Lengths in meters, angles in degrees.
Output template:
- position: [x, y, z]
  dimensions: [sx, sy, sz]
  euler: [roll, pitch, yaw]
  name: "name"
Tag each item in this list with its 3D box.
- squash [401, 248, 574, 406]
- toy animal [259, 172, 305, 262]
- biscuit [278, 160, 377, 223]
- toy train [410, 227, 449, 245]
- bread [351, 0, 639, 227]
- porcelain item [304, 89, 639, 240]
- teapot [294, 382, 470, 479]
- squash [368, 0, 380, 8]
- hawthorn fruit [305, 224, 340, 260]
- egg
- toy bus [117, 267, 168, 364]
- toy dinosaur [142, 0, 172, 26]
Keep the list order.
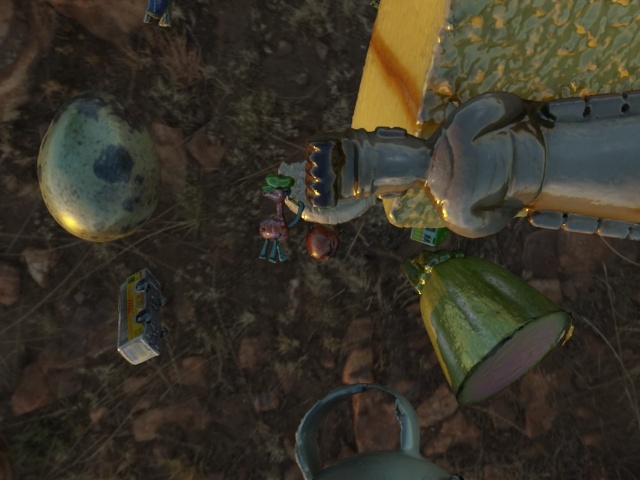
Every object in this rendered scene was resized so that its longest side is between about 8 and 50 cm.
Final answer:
- position: [0.110, 0.043, 0.538]
  dimensions: [0.105, 0.105, 0.132]
  euler: [-46, 55, 16]
  name: "squash"
- position: [-0.091, -0.051, 1.644]
  dimensions: [0.103, 0.100, 0.208]
  euler: [7, 98, 0]
  name: "toy animal"
- position: [0.011, -0.122, 1.872]
  dimensions: [0.281, 0.179, 0.084]
  euler: [8, 146, 13]
  name: "biscuit"
- position: [0.152, -0.096, 0.842]
  dimensions: [0.042, 0.044, 0.209]
  euler: [21, 119, 25]
  name: "toy train"
- position: [0.167, -0.159, 0.638]
  dimensions: [0.236, 0.198, 0.263]
  euler: [-2, 134, -14]
  name: "bread"
- position: [0.098, -0.038, 0.361]
  dimensions: [0.213, 0.054, 0.084]
  euler: [-1, 110, -4]
  name: "porcelain item"
- position: [0.065, 0.226, 0.456]
  dimensions: [0.129, 0.193, 0.294]
  euler: [-36, 57, 16]
  name: "teapot"
- position: [0.204, -0.473, 1.445]
  dimensions: [0.069, 0.258, 0.069]
  euler: [6, 98, 46]
  name: "squash"
- position: [0.003, 0.005, 1.491]
  dimensions: [0.077, 0.077, 0.077]
  euler: [2, 101, 13]
  name: "hawthorn fruit"
- position: [-0.263, -0.087, 0.839]
  dimensions: [0.141, 0.141, 0.182]
  euler: [4, 109, 12]
  name: "egg"
- position: [-0.456, 0.189, 1.791]
  dimensions: [0.106, 0.268, 0.092]
  euler: [-26, 129, 6]
  name: "toy bus"
- position: [-0.385, -0.608, 1.679]
  dimensions: [0.075, 0.248, 0.188]
  euler: [5, 107, -10]
  name: "toy dinosaur"
